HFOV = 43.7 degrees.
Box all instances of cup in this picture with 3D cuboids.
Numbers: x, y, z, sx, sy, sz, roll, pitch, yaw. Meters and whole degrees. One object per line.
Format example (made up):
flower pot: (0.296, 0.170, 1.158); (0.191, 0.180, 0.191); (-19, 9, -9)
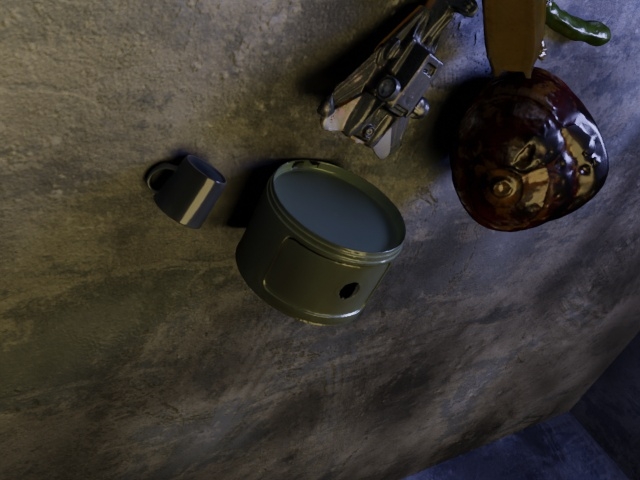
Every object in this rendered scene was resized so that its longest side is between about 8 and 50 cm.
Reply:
cup: (-0.188, -0.075, 1.102); (0.100, 0.078, 0.077); (30, 106, -23)

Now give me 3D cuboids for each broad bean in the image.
broad bean: (0.417, -0.365, 1.333); (0.053, 0.052, 0.256); (-32, 156, 37)

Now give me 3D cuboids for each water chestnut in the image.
water chestnut: (0.340, -0.152, 1.365); (0.289, 0.244, 0.288); (-9, 110, -25)

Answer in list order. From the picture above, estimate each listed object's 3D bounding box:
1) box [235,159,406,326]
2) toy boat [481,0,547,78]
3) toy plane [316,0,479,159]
box: (0.000, 0.000, 1.224); (0.226, 0.226, 0.149); (-5, 135, -41)
toy boat: (0.278, -0.362, 1.137); (0.321, 0.089, 0.121); (62, 39, -57)
toy plane: (0.139, -0.266, 1.140); (0.316, 0.103, 0.204); (-49, 145, 17)
